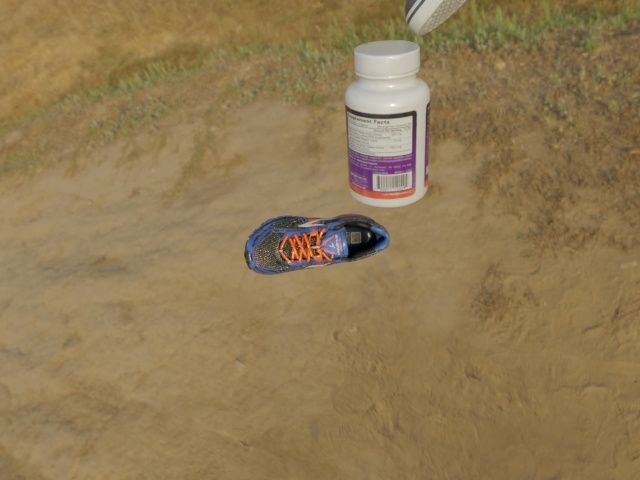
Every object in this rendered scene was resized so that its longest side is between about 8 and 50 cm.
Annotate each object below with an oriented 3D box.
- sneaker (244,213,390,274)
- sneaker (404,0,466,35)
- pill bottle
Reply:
[{"bbox_3d":[0.000,0.000,0.851,0.221,0.083,0.087,-13,8,-25],"label":"sneaker"},{"bbox_3d":[0.194,-0.414,0.750,0.321,0.127,0.126,-48,-7,28],"label":"sneaker"},{"bbox_3d":[0.086,-0.150,0.782,0.108,0.193,0.108,-3,31,2],"label":"pill bottle"}]
